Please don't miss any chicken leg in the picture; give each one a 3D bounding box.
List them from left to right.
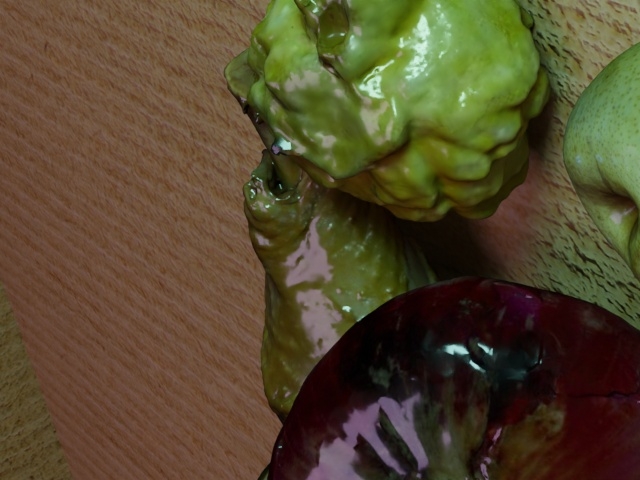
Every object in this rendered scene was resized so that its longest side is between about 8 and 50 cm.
[{"bbox_3d":[0.000,0.000,1.595,0.295,0.182,0.409,-98,-14,-59],"label":"chicken leg"}]

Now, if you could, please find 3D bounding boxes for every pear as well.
[{"bbox_3d":[0.232,-0.045,1.129,0.167,0.136,0.167,52,160,28],"label":"pear"}]

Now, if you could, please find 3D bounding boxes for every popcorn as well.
[{"bbox_3d":[0.046,-0.123,1.364,0.233,0.192,0.266,32,161,41],"label":"popcorn"}]

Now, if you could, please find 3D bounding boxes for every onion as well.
[{"bbox_3d":[0.136,0.181,1.437,0.347,0.347,0.285,66,-161,-9],"label":"onion"}]

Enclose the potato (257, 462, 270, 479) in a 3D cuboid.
[{"bbox_3d":[0.074,0.332,1.814,0.242,0.242,0.285,-6,103,66],"label":"potato"}]
